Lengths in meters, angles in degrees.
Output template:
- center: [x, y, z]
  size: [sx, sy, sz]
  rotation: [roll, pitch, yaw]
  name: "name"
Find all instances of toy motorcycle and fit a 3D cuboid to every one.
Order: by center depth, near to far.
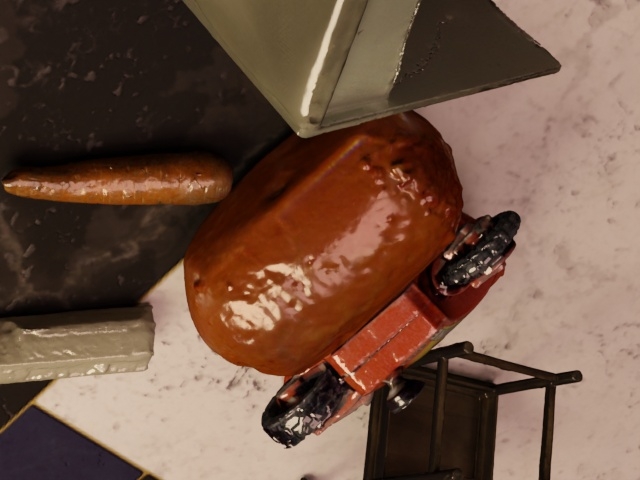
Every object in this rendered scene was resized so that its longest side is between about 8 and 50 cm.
- center: [0.067, 0.069, 1.453]
  size: [0.298, 0.171, 0.089]
  rotation: [-42, 102, 16]
  name: "toy motorcycle"

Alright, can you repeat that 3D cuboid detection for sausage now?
- center: [-0.001, -0.001, 1.377]
  size: [0.268, 0.153, 0.141]
  rotation: [-43, 117, 12]
  name: "sausage"

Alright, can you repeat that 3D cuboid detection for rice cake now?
- center: [-0.267, 0.094, 1.415]
  size: [0.256, 0.052, 0.057]
  rotation: [-4, 96, -17]
  name: "rice cake"

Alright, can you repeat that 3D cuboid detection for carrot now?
- center: [-0.166, -0.051, 1.355]
  size: [0.191, 0.047, 0.047]
  rotation: [-1, 124, -15]
  name: "carrot"

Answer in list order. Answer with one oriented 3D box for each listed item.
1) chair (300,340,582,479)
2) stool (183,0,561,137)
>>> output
- center: [0.112, 0.190, 1.573]
  size: [0.155, 0.141, 0.260]
  rotation: [16, 161, -28]
  name: "chair"
- center: [0.072, -0.235, 1.154]
  size: [0.270, 0.170, 0.243]
  rotation: [-16, 144, -35]
  name: "stool"
